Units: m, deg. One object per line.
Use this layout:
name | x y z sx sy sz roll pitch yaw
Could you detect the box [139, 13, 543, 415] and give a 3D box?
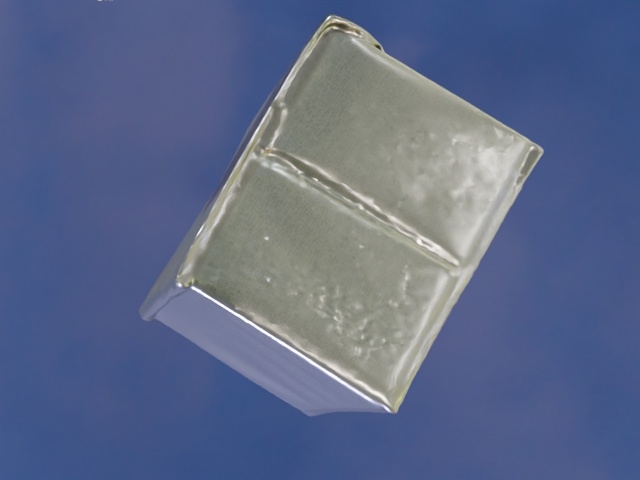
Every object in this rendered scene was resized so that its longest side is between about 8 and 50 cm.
box | -0.001 -0.001 1.177 0.204 0.345 0.251 32 -102 -6
